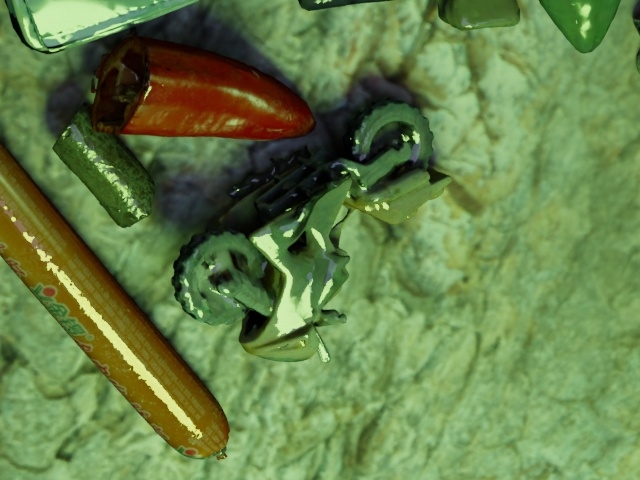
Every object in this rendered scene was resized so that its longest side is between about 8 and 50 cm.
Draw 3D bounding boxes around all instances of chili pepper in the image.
[{"bbox_3d":[-0.072,-0.095,1.351,0.169,0.088,0.065,8,66,-34],"label":"chili pepper"}]

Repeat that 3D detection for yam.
[{"bbox_3d":[-0.154,-0.053,1.366,0.043,0.043,0.094,-40,111,3],"label":"yam"}]

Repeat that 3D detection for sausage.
[{"bbox_3d":[-0.172,0.040,1.388,0.053,0.053,0.348,-37,113,2],"label":"sausage"}]

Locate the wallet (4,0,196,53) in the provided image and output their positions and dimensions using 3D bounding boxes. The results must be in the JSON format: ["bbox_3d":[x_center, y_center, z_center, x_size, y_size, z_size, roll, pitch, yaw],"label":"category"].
[{"bbox_3d":[-0.159,-0.263,1.276,0.176,0.075,0.250,-22,113,-11],"label":"wallet"}]

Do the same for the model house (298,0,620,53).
[{"bbox_3d":[0.087,-0.261,1.204,0.245,0.312,0.280,-8,109,-13],"label":"model house"}]

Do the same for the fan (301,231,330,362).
[{"bbox_3d":[-0.022,0.039,1.447,0.085,0.005,0.133,-29,112,-2],"label":"fan"}]

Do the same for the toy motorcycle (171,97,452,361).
[{"bbox_3d":[0.000,0.000,1.394,0.229,0.094,0.130,-38,115,-15],"label":"toy motorcycle"}]

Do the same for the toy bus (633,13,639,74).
[{"bbox_3d":[0.316,-0.109,1.428,0.098,0.087,0.178,-36,111,-5],"label":"toy bus"}]
